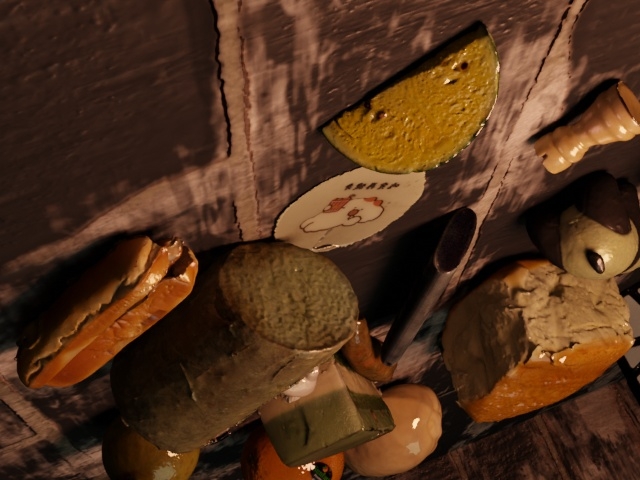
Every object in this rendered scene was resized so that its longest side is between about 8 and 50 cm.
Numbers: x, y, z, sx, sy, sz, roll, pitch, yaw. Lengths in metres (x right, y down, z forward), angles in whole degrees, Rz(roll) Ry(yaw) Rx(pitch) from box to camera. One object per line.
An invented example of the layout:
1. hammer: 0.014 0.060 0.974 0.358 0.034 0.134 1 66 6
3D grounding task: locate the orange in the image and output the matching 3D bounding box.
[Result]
1. orange: -0.054 0.424 1.905 0.206 0.206 0.206 -21 159 -8

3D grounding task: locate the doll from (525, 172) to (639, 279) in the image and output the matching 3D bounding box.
1. doll: 0.405 -0.007 1.444 0.143 0.135 0.234 -33 162 28

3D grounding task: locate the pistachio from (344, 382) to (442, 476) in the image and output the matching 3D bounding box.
1. pistachio: 0.139 0.400 2.092 0.187 0.188 0.299 -6 159 -40

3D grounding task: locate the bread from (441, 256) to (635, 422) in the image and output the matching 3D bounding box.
1. bread: 0.356 0.155 1.641 0.278 0.225 0.250 1 143 -31

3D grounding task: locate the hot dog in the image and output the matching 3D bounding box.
1. hot dog: -0.233 0.077 1.037 0.269 0.072 0.109 -36 154 25

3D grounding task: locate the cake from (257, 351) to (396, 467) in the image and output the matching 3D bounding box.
1. cake: 0.010 0.296 1.725 0.172 0.158 0.283 -27 162 11

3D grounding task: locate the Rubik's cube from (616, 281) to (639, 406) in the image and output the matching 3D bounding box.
1. Rubik's cube: 0.828 0.217 2.226 0.288 0.294 0.283 -37 153 26

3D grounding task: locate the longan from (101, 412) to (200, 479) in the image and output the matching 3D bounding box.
1. longan: -0.249 0.302 1.491 0.154 0.176 0.145 -7 126 28

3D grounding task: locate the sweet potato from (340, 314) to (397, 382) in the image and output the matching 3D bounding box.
1. sweet potato: 0.073 0.181 1.630 0.075 0.075 0.273 -26 155 6

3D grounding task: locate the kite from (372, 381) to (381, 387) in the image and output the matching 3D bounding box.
1. kite: 0.039 0.345 2.054 0.141 0.015 0.245 -7 150 -34

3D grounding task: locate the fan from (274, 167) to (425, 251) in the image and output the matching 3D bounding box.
1. fan: 0.000 -0.001 1.184 0.190 0.009 0.329 -5 150 -37

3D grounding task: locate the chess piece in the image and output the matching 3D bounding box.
1. chess piece: 0.310 -0.127 1.152 0.122 0.066 0.066 -30 159 32

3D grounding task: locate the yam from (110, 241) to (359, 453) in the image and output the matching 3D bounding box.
1. yam: -0.110 0.123 1.148 0.168 0.168 0.304 0 148 -47

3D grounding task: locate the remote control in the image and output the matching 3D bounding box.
1. remote control: 0.150 0.079 1.441 0.044 0.107 0.377 22 154 3

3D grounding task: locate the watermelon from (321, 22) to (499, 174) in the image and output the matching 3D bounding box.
1. watermelon: 0.102 -0.112 0.934 0.181 0.075 0.092 -29 155 18

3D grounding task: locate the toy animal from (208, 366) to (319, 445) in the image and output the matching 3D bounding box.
1. toy animal: -0.095 0.225 1.466 0.181 0.131 0.127 -11 113 -23

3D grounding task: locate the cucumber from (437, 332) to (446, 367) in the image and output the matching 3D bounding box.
1. cucumber: 0.282 0.197 1.903 0.115 0.062 0.116 -21 158 3
